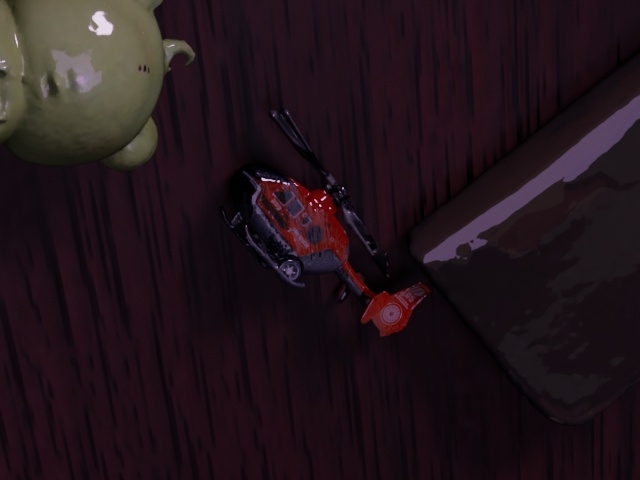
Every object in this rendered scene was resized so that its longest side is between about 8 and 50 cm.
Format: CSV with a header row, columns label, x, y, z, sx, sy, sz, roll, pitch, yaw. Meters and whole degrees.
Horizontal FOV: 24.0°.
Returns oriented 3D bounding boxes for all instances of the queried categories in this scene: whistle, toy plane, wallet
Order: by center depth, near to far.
label,x,y,z,sx,sy,sz,roll,pitch,yaw
whistle,-0.163,-0.075,0.639,0.227,0.085,0.105,-4,117,-19
toy plane,0.000,0.000,0.765,0.060,0.037,0.145,-45,118,-6
wallet,0.205,-0.042,0.814,0.309,0.042,0.165,-40,120,2
